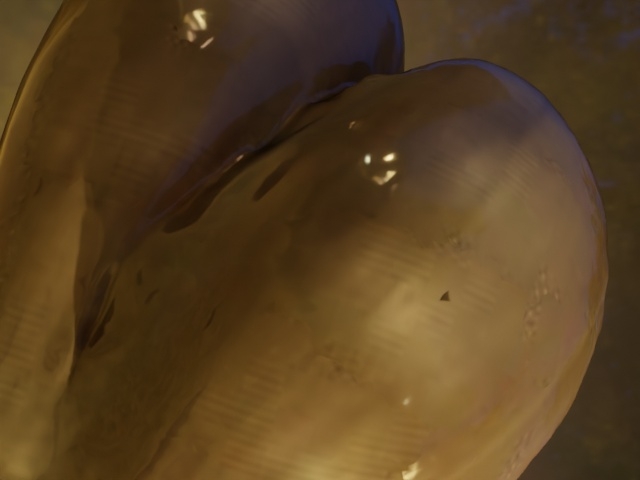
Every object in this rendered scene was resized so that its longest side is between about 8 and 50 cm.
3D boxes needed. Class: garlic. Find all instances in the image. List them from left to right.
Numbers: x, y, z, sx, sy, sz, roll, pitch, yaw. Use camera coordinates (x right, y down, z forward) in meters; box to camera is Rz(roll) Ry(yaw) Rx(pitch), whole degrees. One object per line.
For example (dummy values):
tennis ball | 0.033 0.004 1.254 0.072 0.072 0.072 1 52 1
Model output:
garlic | 0.000 0.000 0.760 0.231 0.340 0.246 18 -68 10
